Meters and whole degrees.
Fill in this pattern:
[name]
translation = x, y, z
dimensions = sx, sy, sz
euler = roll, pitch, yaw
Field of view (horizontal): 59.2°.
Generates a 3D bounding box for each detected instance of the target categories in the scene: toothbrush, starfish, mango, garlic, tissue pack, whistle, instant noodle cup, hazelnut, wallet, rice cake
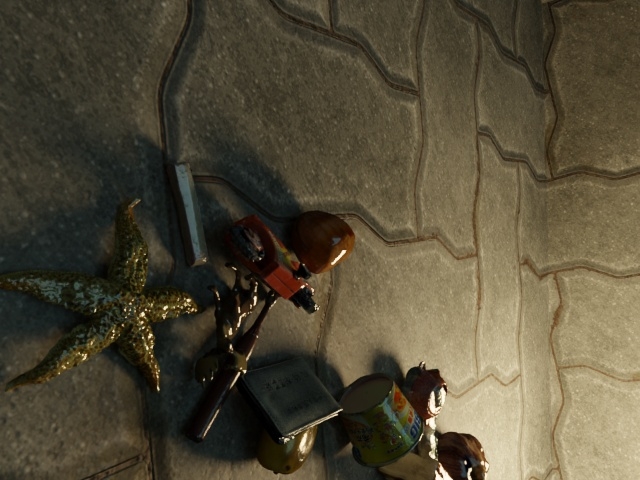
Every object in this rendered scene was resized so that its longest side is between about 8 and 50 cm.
[toothbrush]
translation = -0.168, 0.242, 1.149
dimensions = 0.040, 0.041, 0.363
euler = 57, 45, -32
[starfish]
translation = -0.336, 0.129, 0.920
dimensions = 0.357, 0.078, 0.347
euler = -56, 132, -39
[mango]
translation = -0.062, 0.419, 1.221
dimensions = 0.195, 0.098, 0.137
euler = -43, 131, -49
[garlic]
translation = 0.474, 0.746, 1.849
dimensions = 0.245, 0.161, 0.244
euler = 16, 68, -44
[tissue pack]
translation = 0.285, 0.685, 1.588
dimensions = 0.226, 0.183, 0.092
euler = 57, 48, -31
[whistle]
translation = 0.315, 0.515, 1.696
dimensions = 0.142, 0.134, 0.345
euler = -38, 125, -57
[instant noodle cup]
translation = 0.140, 0.442, 1.427
dimensions = 0.205, 0.205, 0.152
euler = -42, 109, -46
[hazelnut]
translation = 0.000, 0.000, 1.331
dimensions = 0.150, 0.150, 0.150
euler = 6, 82, -52
[wallet]
translation = -0.065, 0.330, 1.195
dimensions = 0.222, 0.036, 0.167
euler = -2, 44, -53
[rice cake]
translation = -0.250, -0.049, 1.072
dimensions = 0.047, 0.036, 0.206
euler = -19, 103, -39

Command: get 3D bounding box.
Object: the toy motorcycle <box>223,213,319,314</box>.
[toy motorcycle]
translation = -0.102, 0.043, 1.168
dimensions = 0.089, 0.171, 0.298
euler = -43, 133, -2

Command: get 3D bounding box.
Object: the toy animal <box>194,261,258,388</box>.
[toy animal]
translation = -0.173, 0.166, 1.097
dimensions = 0.214, 0.094, 0.185
euler = -58, 156, -57
